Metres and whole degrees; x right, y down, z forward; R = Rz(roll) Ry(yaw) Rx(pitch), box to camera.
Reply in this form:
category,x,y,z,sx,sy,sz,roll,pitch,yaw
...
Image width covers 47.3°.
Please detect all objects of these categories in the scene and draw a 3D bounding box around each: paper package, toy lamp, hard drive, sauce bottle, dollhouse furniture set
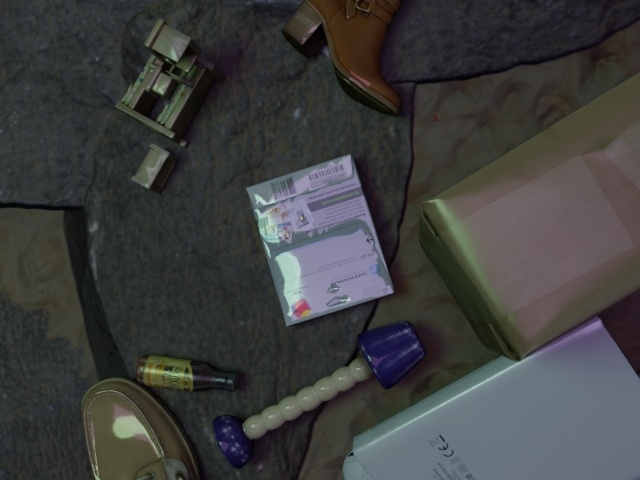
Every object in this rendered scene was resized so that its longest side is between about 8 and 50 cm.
category,x,y,z,sx,sy,sz,roll,pitch,yaw
paper package,0.280,-0.029,0.763,0.325,0.309,0.168,-32,80,3
toy lamp,0.000,0.184,0.900,0.275,0.080,0.080,-30,82,3
hard drive,0.219,0.231,0.821,0.308,0.040,0.203,-33,105,16
sauce bottle,-0.171,0.173,0.942,0.128,0.042,0.042,4,86,9
dollhouse furniture set,-0.226,-0.173,0.918,0.101,0.161,0.182,30,89,9

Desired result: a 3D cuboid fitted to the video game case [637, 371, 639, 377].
category,x,y,z,sx,sy,sz,roll,pitch,yaw
video game case,0.364,0.284,0.870,0.227,0.026,0.206,-27,82,4

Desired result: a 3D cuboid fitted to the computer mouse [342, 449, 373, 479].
category,x,y,z,sx,sy,sz,roll,pitch,yaw
computer mouse,0.117,0.263,0.895,0.193,0.042,0.106,-27,83,5

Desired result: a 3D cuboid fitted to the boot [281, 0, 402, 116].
category,x,y,z,sx,sy,sz,roll,pitch,yaw
boot,0.066,-0.267,0.935,0.197,0.073,0.152,43,88,6

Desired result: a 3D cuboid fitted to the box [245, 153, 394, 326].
category,x,y,z,sx,sy,sz,roll,pitch,yaw
box,0.000,0.000,0.936,0.145,0.038,0.186,-18,82,6

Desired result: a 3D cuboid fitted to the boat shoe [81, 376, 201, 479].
category,x,y,z,sx,sy,sz,roll,pitch,yaw
boat shoe,-0.206,0.327,0.898,0.122,0.110,0.341,-30,82,4
